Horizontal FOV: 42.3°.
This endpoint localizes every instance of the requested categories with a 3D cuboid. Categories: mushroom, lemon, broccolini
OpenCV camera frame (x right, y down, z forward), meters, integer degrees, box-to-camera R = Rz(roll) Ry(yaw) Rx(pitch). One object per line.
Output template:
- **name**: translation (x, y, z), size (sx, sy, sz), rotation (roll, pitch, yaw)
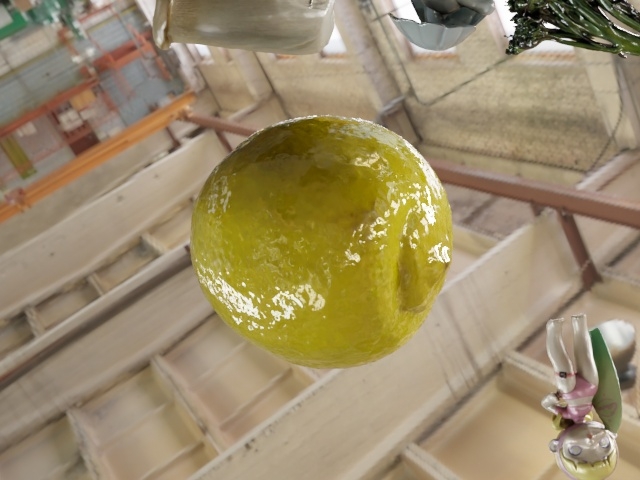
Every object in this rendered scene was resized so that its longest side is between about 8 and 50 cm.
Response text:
- **mushroom**: translation (-0.082, -0.276, 1.015), size (0.247, 0.096, 0.108), rotation (-5, -147, -21)
- **lemon**: translation (0.000, 0.000, 1.063), size (0.348, 0.348, 0.348), rotation (-23, -157, 11)
- **broccolini**: translation (0.306, -0.230, 0.767), size (0.271, 0.123, 0.062), rotation (2, -166, -2)

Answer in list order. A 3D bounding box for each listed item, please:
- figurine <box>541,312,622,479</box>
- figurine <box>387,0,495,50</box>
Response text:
- **figurine**: translation (0.265, 0.166, 0.851), size (0.083, 0.187, 0.083), rotation (-12, -175, 1)
- **figurine**: translation (0.112, -0.214, 0.755), size (0.094, 0.082, 0.086), rotation (15, -174, 24)
